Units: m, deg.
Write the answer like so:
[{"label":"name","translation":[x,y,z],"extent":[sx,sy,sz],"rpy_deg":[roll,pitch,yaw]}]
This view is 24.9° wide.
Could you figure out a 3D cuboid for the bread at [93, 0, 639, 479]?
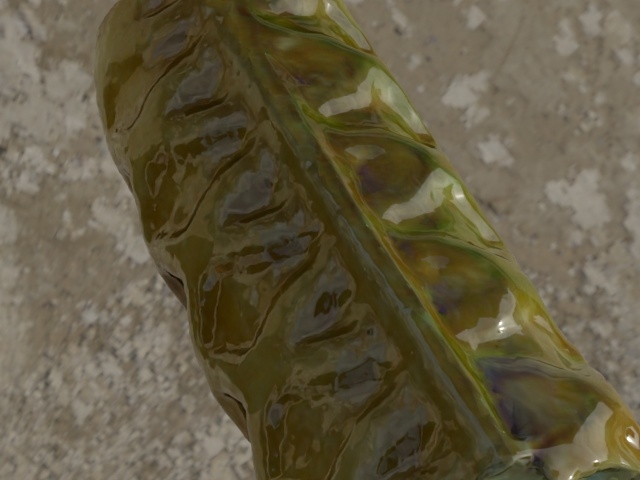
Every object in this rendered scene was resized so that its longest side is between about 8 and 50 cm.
[{"label":"bread","translation":[0.001,-0.001,0.457],"extent":[0.098,0.087,0.269],"rpy_deg":[-37,50,9]}]
